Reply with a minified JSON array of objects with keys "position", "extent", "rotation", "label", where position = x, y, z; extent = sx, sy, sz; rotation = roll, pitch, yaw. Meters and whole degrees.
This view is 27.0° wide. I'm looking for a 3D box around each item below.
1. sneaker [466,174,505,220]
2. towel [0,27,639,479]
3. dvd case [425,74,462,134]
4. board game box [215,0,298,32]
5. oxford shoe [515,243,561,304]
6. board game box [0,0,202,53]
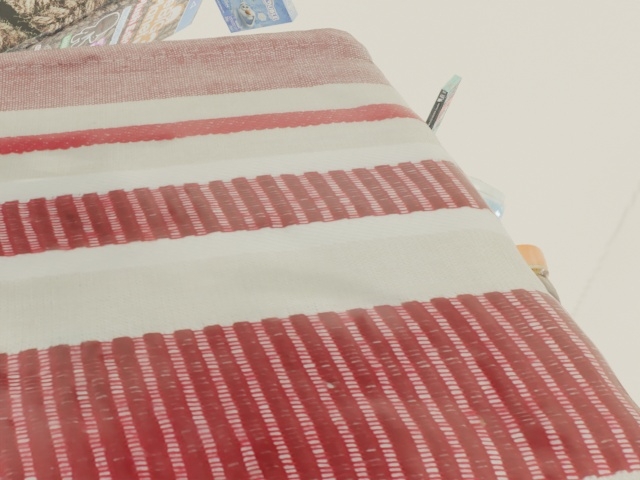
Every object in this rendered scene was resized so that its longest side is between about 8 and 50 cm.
[{"position":[0.000,0.000,1.195],"extent":[0.135,0.366,0.150],"rotation":[24,81,-34],"label":"sneaker"},{"position":[-0.056,0.015,0.401],"extent":[0.237,0.329,0.037],"rotation":[-7,121,-13],"label":"towel"},{"position":[0.136,-0.141,1.628],"extent":[0.013,0.087,0.119],"rotation":[26,114,7],"label":"dvd case"},{"position":[-0.083,-0.289,1.546],"extent":[0.090,0.020,0.090],"rotation":[-5,128,32],"label":"board game box"},{"position":[0.110,0.134,1.558],"extent":[0.364,0.130,0.132],"rotation":[-27,65,19],"label":"oxford shoe"},{"position":[-0.280,-0.274,1.278],"extent":[0.291,0.141,0.232],"rotation":[-36,82,-33],"label":"board game box"}]
